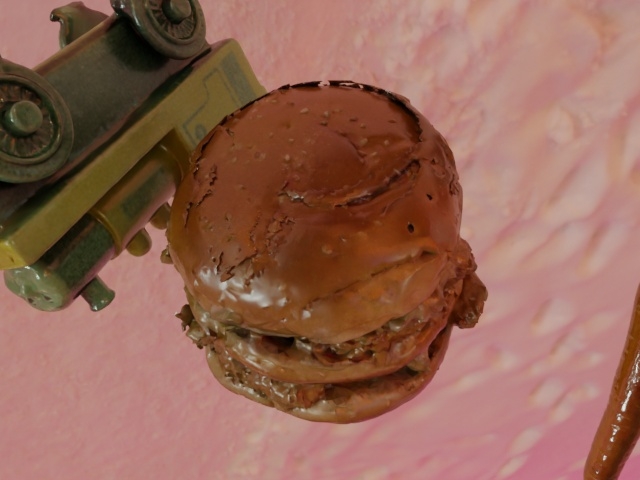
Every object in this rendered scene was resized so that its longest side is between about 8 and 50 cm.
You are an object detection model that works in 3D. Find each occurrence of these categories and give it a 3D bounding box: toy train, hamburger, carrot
[{"bbox_3d":[-0.186,-0.083,0.542,0.150,0.368,0.237,-8,126,34],"label":"toy train"},{"bbox_3d":[-0.006,0.007,0.506,0.245,0.260,0.211,-14,141,-6],"label":"hamburger"},{"bbox_3d":[0.219,0.108,0.432,0.037,0.037,0.190,7,104,-27],"label":"carrot"}]
